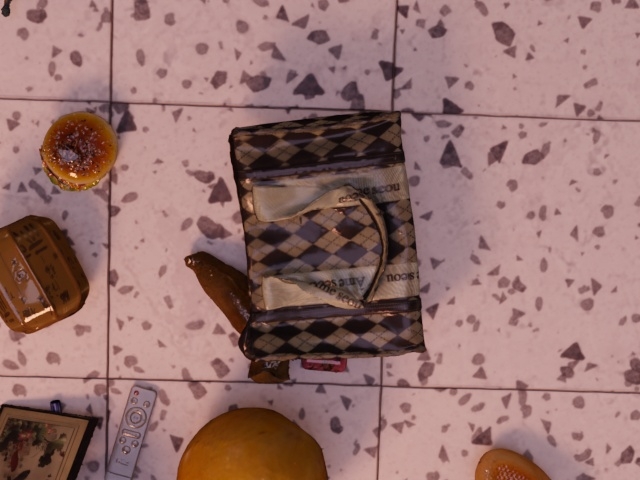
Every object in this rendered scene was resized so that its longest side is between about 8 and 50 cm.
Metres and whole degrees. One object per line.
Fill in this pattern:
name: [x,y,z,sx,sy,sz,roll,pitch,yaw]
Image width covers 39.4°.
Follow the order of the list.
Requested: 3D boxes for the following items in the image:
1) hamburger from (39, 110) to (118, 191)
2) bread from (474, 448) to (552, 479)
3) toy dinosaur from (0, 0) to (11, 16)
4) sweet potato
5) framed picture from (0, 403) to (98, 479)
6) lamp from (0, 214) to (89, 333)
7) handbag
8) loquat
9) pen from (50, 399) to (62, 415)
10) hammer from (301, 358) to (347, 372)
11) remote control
hamburger: [-0.418,-0.154,1.549,0.141,0.081,0.126,-42,95,2]
bread: [0.361,0.457,1.635,0.189,0.077,0.114,38,74,-4]
toy dinosaur: [-0.511,-0.454,1.534,0.055,0.049,0.154,27,89,-7]
sweet potato: [-0.141,0.134,1.584,0.112,0.085,0.285,-36,95,7]
framed picture: [-0.507,0.381,1.555,0.199,0.010,0.195,6,55,11]
lamp: [-0.496,0.058,1.535,0.161,0.161,0.185,-25,95,1]
handbag: [0.000,0.000,1.511,0.317,0.180,0.416,-7,92,-9]
loquat: [-0.123,0.422,1.527,0.275,0.275,0.274,0,96,-2]
pen: [-0.469,0.392,1.632,0.025,0.025,0.204,-8,95,-1]
hammer: [0.006,0.218,1.620,0.083,0.043,0.043,4,96,-4]
remote control: [-0.346,0.356,1.632,0.050,0.027,0.184,17,90,-4]
